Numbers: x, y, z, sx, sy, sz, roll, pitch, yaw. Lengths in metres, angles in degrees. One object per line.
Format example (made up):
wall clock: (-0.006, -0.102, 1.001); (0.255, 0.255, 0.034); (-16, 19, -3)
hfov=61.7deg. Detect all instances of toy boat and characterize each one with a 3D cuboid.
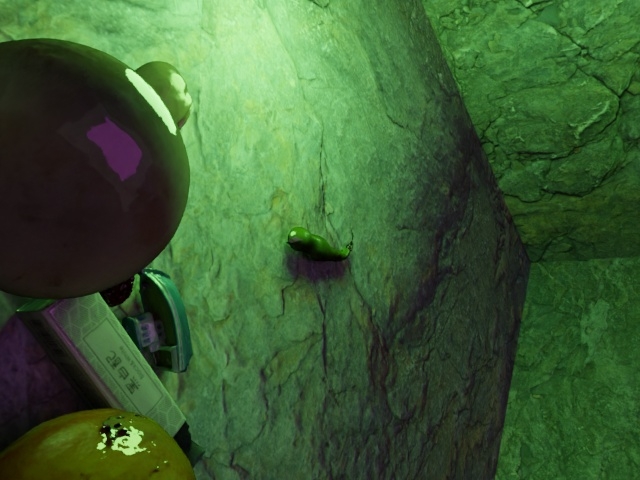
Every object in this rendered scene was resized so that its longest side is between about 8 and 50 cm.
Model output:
toy boat: (-0.306, 0.153, 0.988); (0.102, 0.088, 0.215); (-15, 99, -49)

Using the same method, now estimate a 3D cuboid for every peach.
peach: (-0.336, 0.424, 0.732); (0.373, 0.290, 0.372); (20, 90, -77)

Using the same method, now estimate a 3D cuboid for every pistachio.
pistachio: (-0.324, -0.241, 0.991); (0.144, 0.144, 0.215); (53, 53, -34)

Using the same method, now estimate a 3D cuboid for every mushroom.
mushroom: (-0.376, -0.100, 0.775); (0.363, 0.295, 0.362); (-5, 104, -19)

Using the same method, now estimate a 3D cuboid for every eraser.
eraser: (-0.342, 0.250, 0.915); (0.096, 0.098, 0.403); (-50, 124, -44)

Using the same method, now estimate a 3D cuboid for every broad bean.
broad bean: (0.002, 0.011, 1.450); (0.318, 0.056, 0.098); (1, 78, -58)

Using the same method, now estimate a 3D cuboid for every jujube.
jujube: (-0.361, 0.031, 0.934); (0.104, 0.104, 0.165); (-22, 115, -52)
